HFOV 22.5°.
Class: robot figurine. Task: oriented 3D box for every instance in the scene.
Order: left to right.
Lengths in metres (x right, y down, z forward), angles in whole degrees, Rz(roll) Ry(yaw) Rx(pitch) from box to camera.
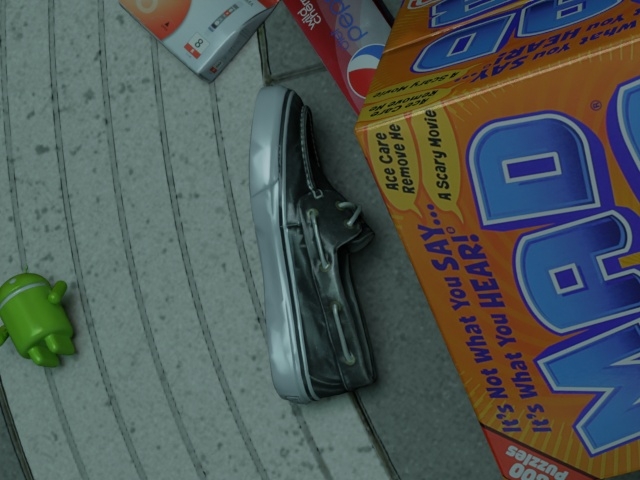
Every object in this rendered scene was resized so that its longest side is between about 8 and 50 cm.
[{"bbox_3d":[-0.321,0.086,1.805,0.101,0.067,0.115,-37,68,17],"label":"robot figurine"}]

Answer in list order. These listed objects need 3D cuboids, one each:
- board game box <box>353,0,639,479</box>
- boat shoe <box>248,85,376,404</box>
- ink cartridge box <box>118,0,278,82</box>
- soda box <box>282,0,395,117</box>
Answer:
[{"bbox_3d":[0.278,-0.058,1.370,0.356,0.356,0.356,-18,111,17],"label":"board game box"},{"bbox_3d":[0.000,0.000,1.685,0.119,0.121,0.335,-8,87,12],"label":"boat shoe"},{"bbox_3d":[-0.121,-0.290,1.820,0.145,0.045,0.179,43,98,23],"label":"ink cartridge box"},{"bbox_3d":[0.051,-0.197,1.706,0.083,0.092,0.263,-37,69,12],"label":"soda box"}]
